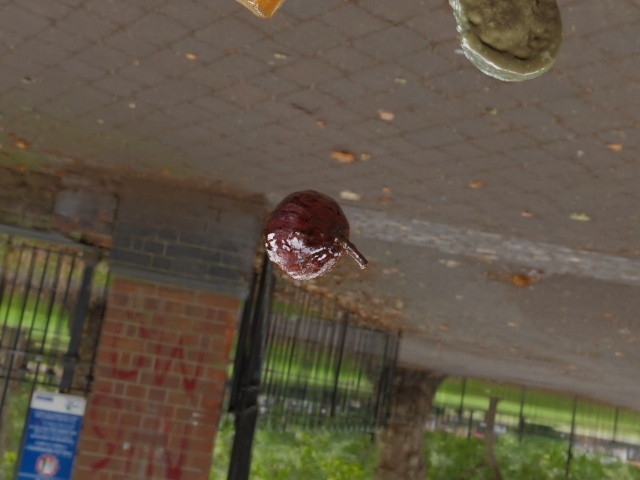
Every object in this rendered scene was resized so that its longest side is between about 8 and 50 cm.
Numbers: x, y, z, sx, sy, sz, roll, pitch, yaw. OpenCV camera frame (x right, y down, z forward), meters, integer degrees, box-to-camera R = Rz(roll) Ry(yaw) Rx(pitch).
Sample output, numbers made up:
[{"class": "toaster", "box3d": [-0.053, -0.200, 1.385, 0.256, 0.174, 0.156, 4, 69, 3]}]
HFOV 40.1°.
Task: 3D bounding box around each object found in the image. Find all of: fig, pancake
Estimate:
[{"class": "fig", "box3d": [-0.015, 0.002, 1.217, 0.128, 0.128, 0.150, 15, -150, -27]}, {"class": "pancake", "box3d": [0.275, -0.353, 1.303, 0.222, 0.236, 0.042, 6, 165, -23]}]

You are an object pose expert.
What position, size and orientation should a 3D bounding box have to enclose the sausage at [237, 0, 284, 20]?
[{"class": "sausage", "box3d": [-0.084, -0.513, 1.318, 0.233, 0.287, 0.233, 39, -176, -3]}]
